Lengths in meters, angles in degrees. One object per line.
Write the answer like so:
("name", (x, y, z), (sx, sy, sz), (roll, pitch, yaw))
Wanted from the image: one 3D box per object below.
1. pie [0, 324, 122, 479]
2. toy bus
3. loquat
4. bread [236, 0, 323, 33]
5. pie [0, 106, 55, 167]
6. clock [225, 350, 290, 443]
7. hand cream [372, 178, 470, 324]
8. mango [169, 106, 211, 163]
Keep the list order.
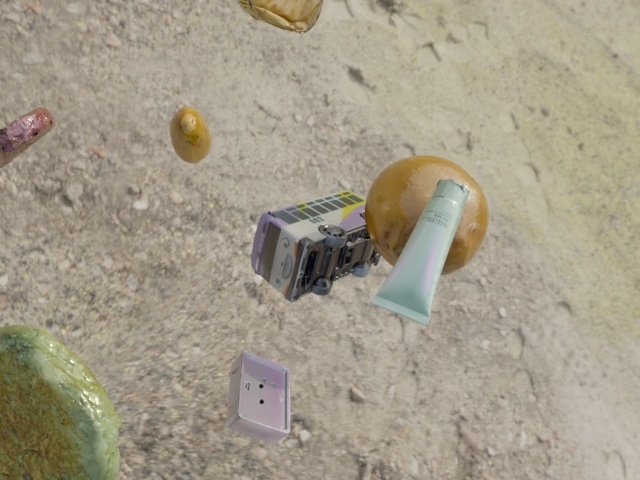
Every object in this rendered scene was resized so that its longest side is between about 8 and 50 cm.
("pie", (-0.354, 0.239, 0.732), (0.276, 0.277, 0.078), (60, 19, 2))
("toy bus", (0.000, 0.000, 1.845), (0.249, 0.209, 0.440), (32, 32, 29))
("loquat", (0.271, -0.062, 1.587), (0.329, 0.328, 0.328), (7, 72, -22))
("bread", (-0.091, -0.522, 1.287), (0.191, 0.114, 0.132), (13, 109, -41))
("pie", (-0.690, -0.220, 1.368), (0.054, 0.219, 0.204), (51, 33, -17))
("clock", (-0.151, 0.384, 1.499), (0.150, 0.063, 0.197), (27, 34, -24))
("hand cream", (0.144, 0.011, 0.823), (0.078, 0.050, 0.204), (22, 69, 13))
("mango", (-0.352, -0.286, 1.652), (0.110, 0.227, 0.147), (-1, 91, -7))
